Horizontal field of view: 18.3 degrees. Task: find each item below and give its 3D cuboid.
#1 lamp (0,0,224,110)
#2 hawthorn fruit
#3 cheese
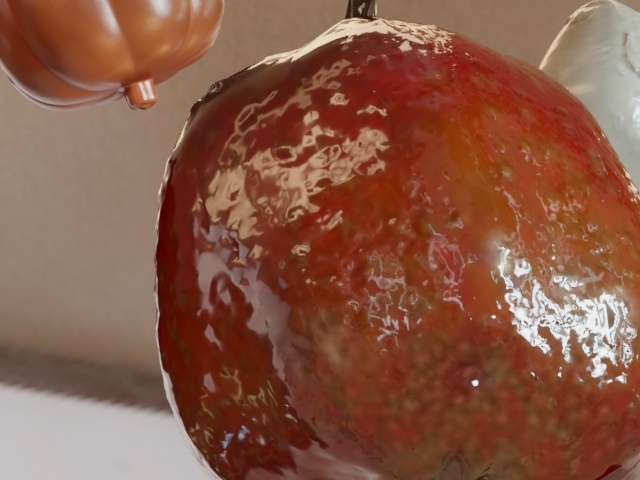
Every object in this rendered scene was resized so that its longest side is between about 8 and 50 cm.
[{"bbox_3d":[-0.162,-0.174,1.496,0.187,0.164,0.187,-22,178,-1],"label":"lamp"},{"bbox_3d":[0.046,-0.008,0.947,0.254,0.300,0.254,0,166,0],"label":"hawthorn fruit"},{"bbox_3d":[0.292,-0.120,1.997,0.154,0.189,0.198,-25,113,31],"label":"cheese"}]
